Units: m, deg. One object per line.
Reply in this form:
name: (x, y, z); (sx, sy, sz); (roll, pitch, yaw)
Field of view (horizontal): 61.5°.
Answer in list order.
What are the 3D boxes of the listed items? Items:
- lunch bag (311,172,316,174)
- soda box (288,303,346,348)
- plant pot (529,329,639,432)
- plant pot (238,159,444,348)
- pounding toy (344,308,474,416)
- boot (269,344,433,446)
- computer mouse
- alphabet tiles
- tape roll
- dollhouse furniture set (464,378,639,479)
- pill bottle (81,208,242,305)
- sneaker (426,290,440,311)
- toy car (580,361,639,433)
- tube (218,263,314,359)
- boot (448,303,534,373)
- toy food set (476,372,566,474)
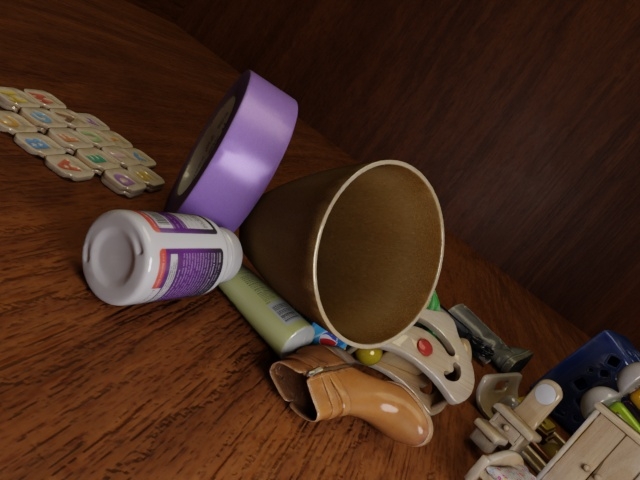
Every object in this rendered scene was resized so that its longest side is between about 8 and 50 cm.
lunch bag: (0.081, -0.091, 1.534); (0.243, 0.115, 0.303); (42, 16, 28)
soda box: (-0.006, 0.101, 0.883); (0.071, 0.067, 0.210); (29, 17, -21)
plant pot: (0.682, 0.369, 1.271); (0.236, 0.236, 0.212); (17, 31, -47)
plant pot: (0.000, 0.000, 0.761); (0.237, 0.237, 0.254); (21, -5, -42)
pounding toy: (0.144, 0.208, 0.890); (0.269, 0.155, 0.154); (19, 50, -21)
boot: (0.036, 0.205, 0.677); (0.197, 0.073, 0.152); (31, 11, 27)
computer mouse: (0.283, 0.202, 1.212); (0.188, 0.072, 0.272); (44, 5, 31)
alphabet tiles: (-0.404, -0.170, 0.914); (0.284, 0.021, 0.278); (37, 16, 2)
tape roll: (-0.149, -0.132, 0.869); (0.090, 0.275, 0.275); (28, 18, -23)
dollhouse furniture set: (0.315, 0.290, 0.715); (0.355, 0.174, 0.303); (29, 11, -46)
pill bottle: (-0.184, 0.019, 0.672); (0.108, 0.108, 0.193); (42, 17, 21)
sneaker: (0.182, 0.101, 1.080); (0.295, 0.109, 0.124); (-40, 119, -70)
toy car: (0.564, 0.317, 0.939); (0.136, 0.182, 0.159); (36, 19, -46)
tube: (-0.107, 0.074, 0.785); (0.062, 0.070, 0.240); (-32, 56, -27)
boot: (0.432, 0.251, 1.386); (0.208, 0.076, 0.189); (39, 13, 34)
toy food set: (0.452, 0.373, 1.017); (0.219, 0.092, 0.306); (15, 27, -51)
